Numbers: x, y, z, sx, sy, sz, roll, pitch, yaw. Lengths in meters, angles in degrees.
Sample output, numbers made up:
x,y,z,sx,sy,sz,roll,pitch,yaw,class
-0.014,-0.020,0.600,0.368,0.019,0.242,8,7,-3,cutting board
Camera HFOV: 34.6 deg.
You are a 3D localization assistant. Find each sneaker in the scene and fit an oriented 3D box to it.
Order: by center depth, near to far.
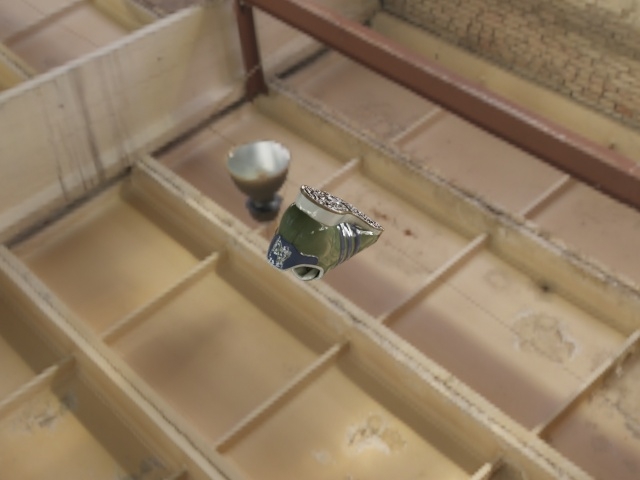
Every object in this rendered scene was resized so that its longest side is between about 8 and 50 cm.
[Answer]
x,y,z,sx,sy,sz,roll,pitch,yaw,class
0.000,0.000,1.031,0.064,0.192,0.086,36,-83,18,sneaker
